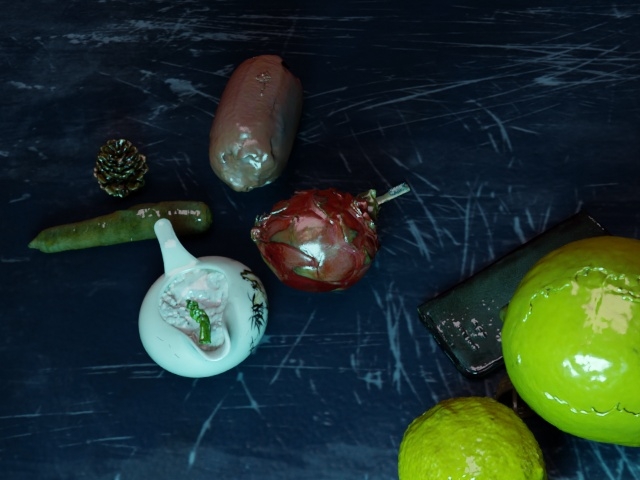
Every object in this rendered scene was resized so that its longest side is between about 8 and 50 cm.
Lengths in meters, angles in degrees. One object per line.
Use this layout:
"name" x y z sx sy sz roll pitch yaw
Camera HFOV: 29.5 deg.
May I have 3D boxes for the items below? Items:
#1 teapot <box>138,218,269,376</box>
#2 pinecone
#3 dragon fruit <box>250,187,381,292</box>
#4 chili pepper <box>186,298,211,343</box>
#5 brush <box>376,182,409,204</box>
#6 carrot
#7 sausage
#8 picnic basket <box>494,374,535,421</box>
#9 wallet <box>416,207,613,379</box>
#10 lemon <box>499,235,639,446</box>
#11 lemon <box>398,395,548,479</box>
"teapot" -0.197 0.099 1.925 0.208 0.166 0.300 -34 60 3
"pinecone" -0.364 -0.134 2.188 0.102 0.109 0.102 -5 62 10
"dragon fruit" 0.000 0.000 1.935 0.209 0.172 0.172 -12 49 6
"chili pepper" -0.179 0.119 1.809 0.027 0.022 0.083 -25 56 -1
"brush" 0.112 -0.075 2.064 0.083 0.013 0.016 -26 51 -4
"carrot" -0.355 -0.024 2.127 0.342 0.070 0.070 -8 50 12
"sausage" -0.112 -0.209 2.152 0.152 0.152 0.280 0 49 16
"picnic basket" 0.278 0.234 1.721 0.072 0.072 0.083 -5 41 12
"wallet" 0.317 0.080 1.856 0.318 0.045 0.172 -30 48 -7
"lemon" 0.393 0.135 1.631 0.297 0.297 0.297 -8 50 10
"lemon" 0.201 0.309 1.607 0.192 0.192 0.231 -23 49 -3
